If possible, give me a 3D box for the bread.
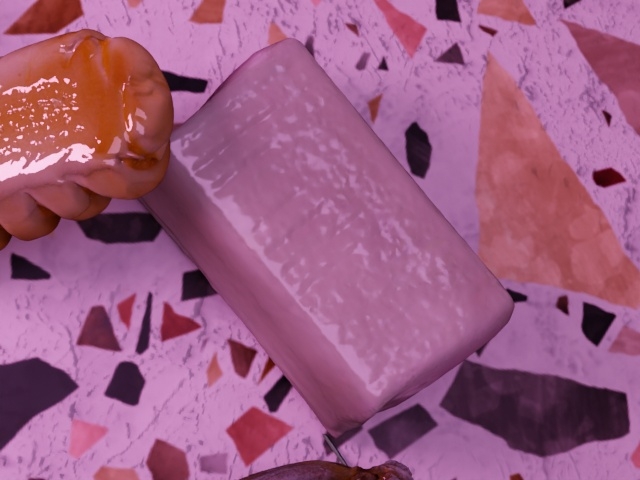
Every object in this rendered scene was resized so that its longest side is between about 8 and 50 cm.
[{"bbox_3d":[-0.275,-0.079,1.513,0.311,0.121,0.173,-14,70,11],"label":"bread"}]

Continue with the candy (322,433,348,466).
[{"bbox_3d":[0.039,0.239,1.642,0.035,0.035,0.123,-19,72,-53],"label":"candy"}]

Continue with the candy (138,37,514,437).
[{"bbox_3d":[0.002,-0.002,1.623,0.208,0.145,0.358,-39,90,-23],"label":"candy"}]

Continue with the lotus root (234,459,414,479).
[{"bbox_3d":[-0.071,0.302,1.518,0.349,0.175,0.175,-13,81,-20],"label":"lotus root"}]
